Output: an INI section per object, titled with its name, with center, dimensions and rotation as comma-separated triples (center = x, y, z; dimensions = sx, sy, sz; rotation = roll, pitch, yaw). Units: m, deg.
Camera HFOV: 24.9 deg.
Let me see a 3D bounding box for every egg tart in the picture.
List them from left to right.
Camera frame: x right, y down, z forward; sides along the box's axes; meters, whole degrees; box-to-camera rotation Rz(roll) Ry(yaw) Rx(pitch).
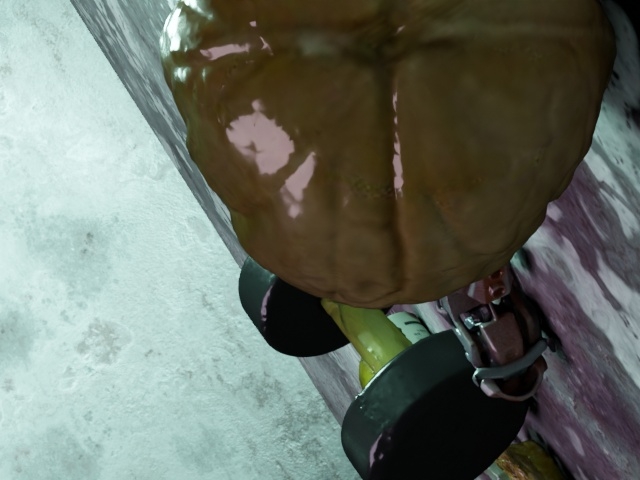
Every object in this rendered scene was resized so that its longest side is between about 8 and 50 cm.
[egg tart]
center = 0.247, 0.272, 1.655
dimensions = 0.129, 0.049, 0.129
rotation = 51, 173, 9

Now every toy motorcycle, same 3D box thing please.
[toy motorcycle]
center = 0.161, 0.069, 1.339
dimensions = 0.212, 0.084, 0.118
rotation = 75, 170, -47

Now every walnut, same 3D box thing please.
[walnut]
center = 0.037, -0.102, 0.884
dimensions = 0.277, 0.252, 0.313
rotation = 58, -179, -3

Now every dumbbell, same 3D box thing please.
[dumbbell]
center = 0.064, 0.116, 1.614
dimensions = 0.322, 0.204, 0.204
rotation = 51, 169, 39

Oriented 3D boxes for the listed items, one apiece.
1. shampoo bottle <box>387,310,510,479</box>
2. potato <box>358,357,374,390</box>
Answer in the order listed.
[shampoo bottle]
center = 0.154, 0.203, 1.802
dimensions = 0.262, 0.085, 0.085
rotation = 51, 169, 35
[potato]
center = 0.125, 0.247, 2.011
dimensions = 0.251, 0.113, 0.149
rotation = 53, 169, 27
